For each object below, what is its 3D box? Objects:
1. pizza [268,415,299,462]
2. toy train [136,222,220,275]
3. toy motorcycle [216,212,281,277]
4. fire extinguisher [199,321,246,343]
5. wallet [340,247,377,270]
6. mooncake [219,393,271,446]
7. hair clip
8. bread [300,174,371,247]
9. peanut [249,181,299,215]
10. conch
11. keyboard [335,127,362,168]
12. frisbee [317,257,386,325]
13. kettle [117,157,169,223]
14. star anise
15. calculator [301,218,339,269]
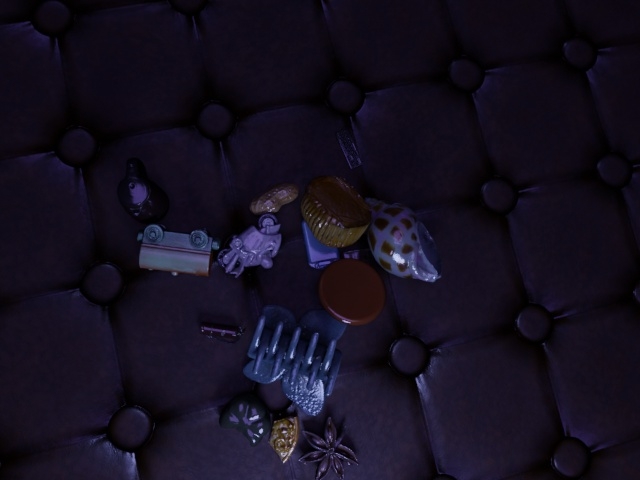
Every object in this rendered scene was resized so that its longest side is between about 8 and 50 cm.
[{"bbox_3d":[-0.126,0.678,1.787,0.098,0.036,0.160,17,81,-4],"label":"pizza"},{"bbox_3d":[-0.495,0.035,1.800,0.285,0.116,0.177,7,94,-6],"label":"toy train"},{"bbox_3d":[-0.229,0.032,1.830,0.260,0.110,0.171,-41,101,-4],"label":"toy motorcycle"},{"bbox_3d":[-0.340,0.322,1.810,0.157,0.045,0.078,9,110,-6],"label":"fire extinguisher"},{"bbox_3d":[0.150,0.147,1.883,0.124,0.042,0.231,-9,79,-7],"label":"wallet"},{"bbox_3d":[-0.254,0.608,1.751,0.174,0.104,0.169,2,88,-3],"label":"mooncake"},{"bbox_3d":[-0.085,0.374,1.734,0.318,0.238,0.393,19,82,-1],"label":"hair clip"},{"bbox_3d":[0.046,-0.103,1.815,0.227,0.143,0.254,-18,59,-30],"label":"bread"},{"bbox_3d":[-0.165,-0.150,1.863,0.194,0.093,0.083,-27,125,-7],"label":"peanut"},{"bbox_3d":[0.280,-0.010,1.846,0.249,0.197,0.369,-4,75,-43],"label":"conch"},{"bbox_3d":[0.107,-0.347,1.959,0.053,0.010,0.155,-23,85,-10],"label":"keyboard"},{"bbox_3d":[0.113,0.174,1.809,0.250,0.021,0.251,5,63,-10],"label":"frisbee"},{"bbox_3d":[-0.599,-0.167,1.747,0.143,0.232,0.202,0,82,-7],"label":"kettle"},{"bbox_3d":[0.017,0.724,1.778,0.196,0.073,0.213,-18,82,-12],"label":"star anise"},{"bbox_3d":[0.000,0.000,1.887,0.120,0.039,0.211,-10,83,-9],"label":"calculator"}]
